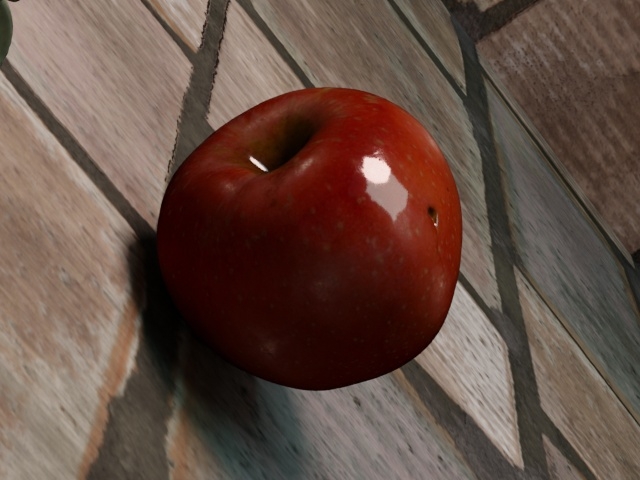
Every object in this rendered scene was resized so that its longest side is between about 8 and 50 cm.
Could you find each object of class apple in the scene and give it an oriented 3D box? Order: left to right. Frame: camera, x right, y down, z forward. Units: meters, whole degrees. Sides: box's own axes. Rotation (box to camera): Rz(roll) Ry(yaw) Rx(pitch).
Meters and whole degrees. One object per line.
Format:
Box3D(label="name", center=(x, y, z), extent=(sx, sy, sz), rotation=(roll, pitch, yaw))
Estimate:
Box3D(label="apple", center=(0.000, 0.000, 1.545), extent=(0.260, 0.260, 0.216), rotation=(-94, 159, -60))

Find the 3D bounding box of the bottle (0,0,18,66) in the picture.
Box3D(label="bottle", center=(-0.309, -0.177, 1.055), extent=(0.352, 0.229, 0.229), rotation=(57, 14, 23))
